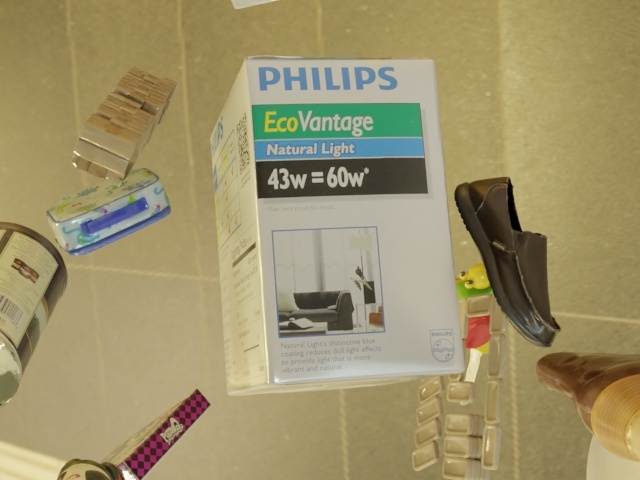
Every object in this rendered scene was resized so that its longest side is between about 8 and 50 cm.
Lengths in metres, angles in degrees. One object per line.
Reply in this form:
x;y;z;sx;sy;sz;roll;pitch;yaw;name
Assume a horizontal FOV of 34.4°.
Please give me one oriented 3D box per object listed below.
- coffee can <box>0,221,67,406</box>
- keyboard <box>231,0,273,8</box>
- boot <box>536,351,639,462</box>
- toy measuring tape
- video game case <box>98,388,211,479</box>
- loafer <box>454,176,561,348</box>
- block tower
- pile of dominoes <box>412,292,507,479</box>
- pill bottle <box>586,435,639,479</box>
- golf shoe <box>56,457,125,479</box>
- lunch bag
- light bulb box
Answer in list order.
-0.562;0.125;1.739;0.201;0.275;0.202;2;123;3;coffee can
-0.049;-0.444;1.740;0.256;0.014;0.072;-5;133;27;keyboard
0.316;0.116;0.811;0.207;0.248;0.090;-135;44;-77;boot
0.229;0.167;1.743;0.121;0.121;0.330;38;140;30;toy measuring tape
-0.283;0.325;1.491;0.210;0.232;0.042;-38;92;26;video game case
0.232;0.020;1.213;0.078;0.080;0.220;-27;82;19;loafer
-0.336;-0.204;1.789;0.097;0.335;0.091;25;115;-6;block tower
0.203;0.203;1.427;0.196;0.040;0.251;-15;66;61;pile of dominoes
0.522;0.310;1.294;0.188;0.333;0.188;-164;90;-76;pill bottle
-0.270;0.384;1.151;0.105;0.120;0.273;-5;88;0;golf shoe
-0.395;-0.053;1.927;0.176;0.219;0.090;24;138;64;lunch bag
0.000;0.000;1.272;0.358;0.225;0.361;143;124;-74;light bulb box
